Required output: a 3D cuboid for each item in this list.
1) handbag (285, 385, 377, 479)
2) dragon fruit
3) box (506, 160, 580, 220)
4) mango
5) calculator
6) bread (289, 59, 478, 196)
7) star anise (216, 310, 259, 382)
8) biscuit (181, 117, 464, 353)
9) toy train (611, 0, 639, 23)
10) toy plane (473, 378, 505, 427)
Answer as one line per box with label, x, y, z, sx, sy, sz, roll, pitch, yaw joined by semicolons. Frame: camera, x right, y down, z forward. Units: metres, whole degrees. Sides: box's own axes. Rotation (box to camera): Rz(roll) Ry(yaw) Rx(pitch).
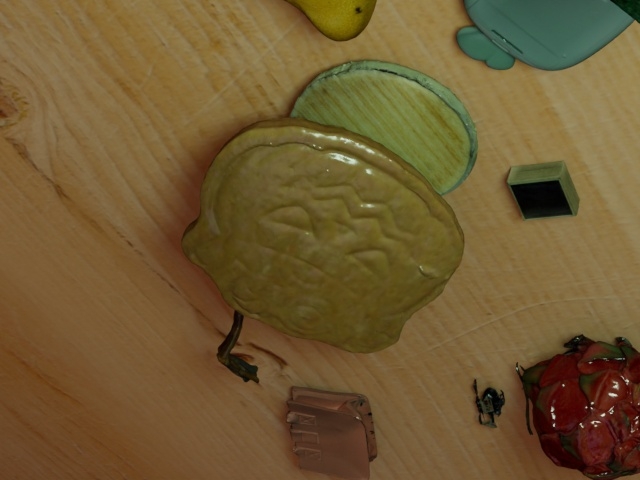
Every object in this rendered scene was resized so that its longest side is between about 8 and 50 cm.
handbag;0.019;0.355;2.410;0.157;0.059;0.212;7;138;15
dragon fruit;0.422;0.254;2.024;0.234;0.233;0.293;47;165;-29
box;0.308;-0.066;1.805;0.079;0.035;0.083;-6;133;30
mango;-0.026;-0.353;1.570;0.157;0.108;0.262;-26;127;31
calculator;0.276;-0.290;1.553;0.186;0.041;0.299;35;138;-17
bread;0.088;-0.149;1.805;0.267;0.040;0.267;12;141;10
star anise;-0.085;0.091;2.078;0.237;0.148;0.346;21;127;3
biscuit;0.000;0.001;1.869;0.385;0.062;0.365;26;127;-12
toy train;0.368;-0.364;1.165;0.160;0.397;0.253;34;152;-14
toy plane;0.288;0.284;2.228;0.049;0.031;0.120;7;137;25
